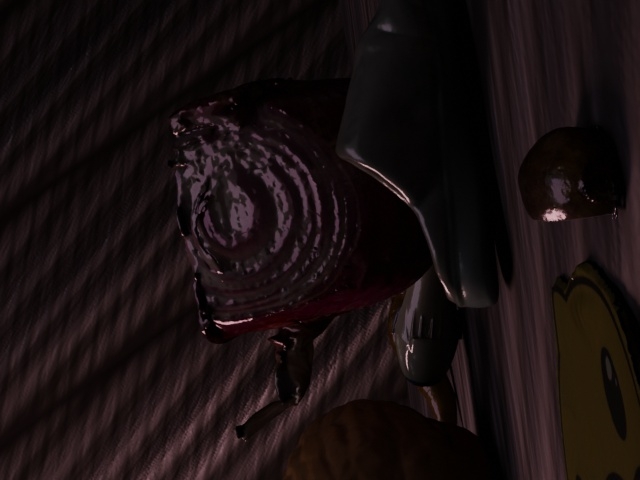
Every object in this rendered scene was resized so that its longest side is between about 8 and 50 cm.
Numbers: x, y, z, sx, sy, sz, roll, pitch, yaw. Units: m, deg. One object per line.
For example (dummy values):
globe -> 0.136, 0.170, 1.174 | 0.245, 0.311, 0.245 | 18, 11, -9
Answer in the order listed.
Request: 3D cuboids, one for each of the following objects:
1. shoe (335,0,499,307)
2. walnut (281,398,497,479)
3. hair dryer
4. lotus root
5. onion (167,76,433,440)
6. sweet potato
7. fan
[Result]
shoe -> 0.058, -0.072, 0.815 | 0.103, 0.100, 0.251 | 71, -173, -82
walnut -> 0.065, 0.258, 1.107 | 0.261, 0.224, 0.225 | -101, 1, -66
hair dryer -> 0.113, 0.024, 1.190 | 0.199, 0.067, 0.167 | -77, -8, -48
lotus root -> 0.096, -0.027, 0.487 | 0.083, 0.030, 0.037 | -101, 3, -86
onion -> 0.002, -0.031, 1.038 | 0.256, 0.230, 0.272 | -80, -27, -60
sweet potato -> 0.117, 0.125, 1.423 | 0.069, 0.059, 0.250 | -40, 52, 46
fan -> 0.135, 0.151, 0.508 | 0.230, 0.011, 0.335 | 80, -179, -53
